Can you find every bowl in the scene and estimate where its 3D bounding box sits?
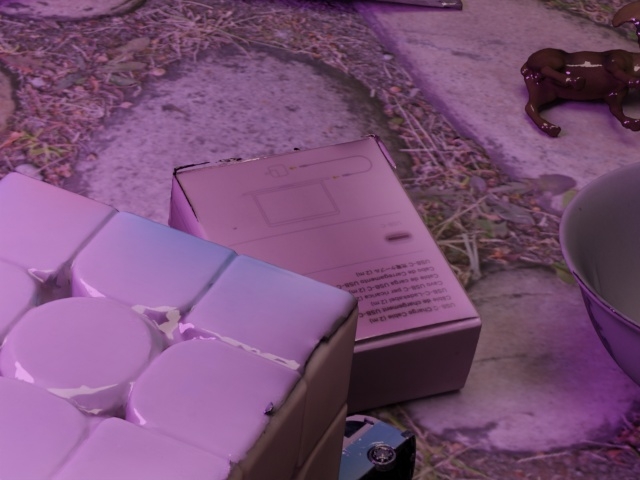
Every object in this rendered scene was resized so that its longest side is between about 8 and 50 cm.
[{"bbox_3d":[0.370,0.072,1.525,0.345,0.157,0.345,3,33,-2],"label":"bowl"}]

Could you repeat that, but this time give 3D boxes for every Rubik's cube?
[{"bbox_3d":[-0.167,0.176,1.212,0.290,0.292,0.291,20,40,16],"label":"Rubik's cube"}]

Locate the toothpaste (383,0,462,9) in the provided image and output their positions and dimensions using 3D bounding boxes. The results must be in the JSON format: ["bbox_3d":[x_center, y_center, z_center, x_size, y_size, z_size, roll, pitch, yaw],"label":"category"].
[{"bbox_3d":[0.027,-0.320,2.083,0.282,0.068,0.099,4,67,-19],"label":"toothpaste"}]

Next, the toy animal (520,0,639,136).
[{"bbox_3d":[0.329,-0.197,1.932,0.214,0.094,0.186,-1,29,4],"label":"toy animal"}]

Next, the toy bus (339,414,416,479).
[{"bbox_3d":[0.015,0.192,1.409,0.075,0.060,0.123,28,45,31],"label":"toy bus"}]

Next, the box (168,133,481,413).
[{"bbox_3d":[-0.002,0.032,1.554,0.203,0.106,0.252,-11,47,-21],"label":"box"}]
